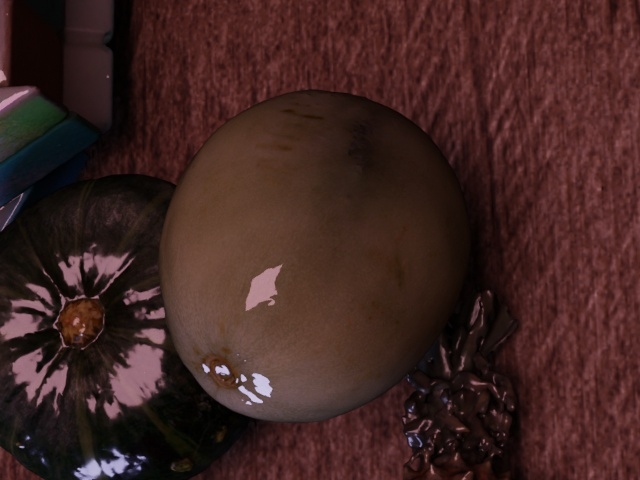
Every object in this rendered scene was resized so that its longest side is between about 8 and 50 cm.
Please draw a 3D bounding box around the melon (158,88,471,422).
[{"bbox_3d":[-0.004,0.011,1.600,0.271,0.272,0.308,-18,47,22],"label":"melon"}]

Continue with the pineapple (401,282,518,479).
[{"bbox_3d":[0.112,0.216,1.655,0.175,0.175,0.361,-20,66,22],"label":"pineapple"}]

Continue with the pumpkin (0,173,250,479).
[{"bbox_3d":[-0.186,0.092,1.781,0.300,0.207,0.300,-4,73,12],"label":"pumpkin"}]

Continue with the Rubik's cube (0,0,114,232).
[{"bbox_3d":[-0.381,-0.151,1.822,0.387,0.368,0.358,158,113,-68],"label":"Rubik's cube"}]
